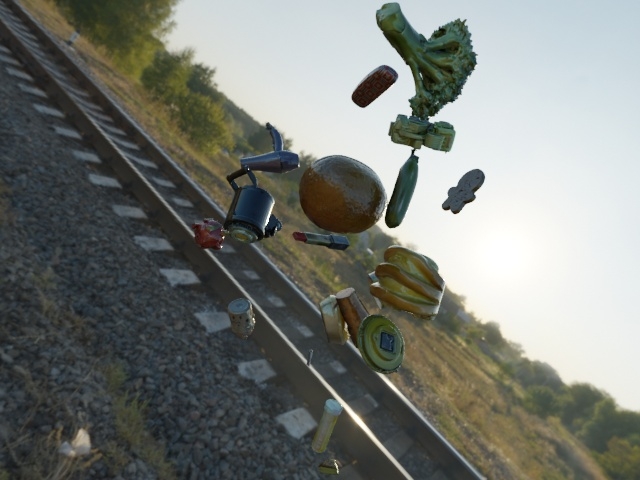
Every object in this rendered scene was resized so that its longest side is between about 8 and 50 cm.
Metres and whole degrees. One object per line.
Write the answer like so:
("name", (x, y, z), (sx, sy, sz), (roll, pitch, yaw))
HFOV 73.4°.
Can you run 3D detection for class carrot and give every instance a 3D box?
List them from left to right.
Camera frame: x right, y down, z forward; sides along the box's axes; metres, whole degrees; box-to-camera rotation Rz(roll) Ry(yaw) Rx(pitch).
("carrot", (0.178, 0.372, 2.016), (0.139, 0.138, 0.302), (-118, -174, -80))

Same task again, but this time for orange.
("orange", (0.094, -0.182, 1.735), (0.356, 0.322, 0.322), (14, 12, -16))

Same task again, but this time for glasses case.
("glasses case", (0.160, -0.471, 1.304), (0.073, 0.049, 0.194), (31, -22, -18))

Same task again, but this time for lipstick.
("lipstick", (0.000, 0.000, 1.867), (0.312, 0.051, 0.051), (7, 49, -43))

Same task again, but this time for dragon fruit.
("dragon fruit", (-0.387, -0.017, 1.458), (0.126, 0.112, 0.068), (31, 21, 21))

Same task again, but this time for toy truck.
("toy truck", (0.296, -0.306, 1.244), (0.191, 0.085, 0.116), (10, 28, -2))

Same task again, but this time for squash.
("squash", (0.319, -0.200, 1.637), (0.087, 0.332, 0.087), (19, -10, 4))

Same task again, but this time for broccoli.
("broccoli", (0.370, -0.666, 1.485), (0.397, 0.274, 0.353), (51, 38, -13))

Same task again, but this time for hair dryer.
("hair dryer", (-0.278, -0.501, 2.292), (0.121, 0.300, 0.361), (94, -11, -54))

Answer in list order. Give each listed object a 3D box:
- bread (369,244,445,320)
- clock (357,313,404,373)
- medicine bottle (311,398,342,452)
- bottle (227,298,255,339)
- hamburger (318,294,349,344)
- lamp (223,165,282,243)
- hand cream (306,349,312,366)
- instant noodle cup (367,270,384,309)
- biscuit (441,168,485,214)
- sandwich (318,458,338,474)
("bread", (0.331, 0.163, 1.698), (0.211, 0.270, 0.315), (5, 13, -35))
("clock", (0.247, 0.394, 1.659), (0.237, 0.237, 0.057), (39, -40, -14))
("medicine bottle", (0.024, 0.771, 1.780), (0.073, 0.218, 0.074), (17, 14, -4))
("bottle", (-0.300, 0.306, 1.647), (0.099, 0.098, 0.152), (45, -33, 51))
("hamburger", (0.082, 0.402, 2.172), (0.295, 0.151, 0.227), (85, -8, -60))
("lamp", (-0.357, -0.129, 2.100), (0.205, 0.272, 0.374), (-16, -60, 39))
("hand cream", (-0.060, 0.622, 2.275), (0.019, 0.093, 0.030), (7, 9, -36))
("instant noodle cup", (0.383, 0.250, 2.338), (0.264, 0.200, 0.265), (159, -90, -86))
("biscuit", (0.647, -0.221, 1.927), (0.039, 0.236, 0.180), (34, 6, -25))
("sandwich", (0.034, 0.718, 1.364), (0.044, 0.083, 0.031), (-32, 102, -50))
